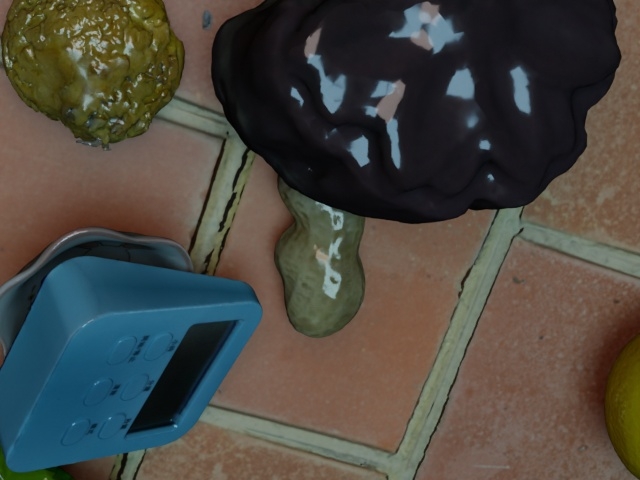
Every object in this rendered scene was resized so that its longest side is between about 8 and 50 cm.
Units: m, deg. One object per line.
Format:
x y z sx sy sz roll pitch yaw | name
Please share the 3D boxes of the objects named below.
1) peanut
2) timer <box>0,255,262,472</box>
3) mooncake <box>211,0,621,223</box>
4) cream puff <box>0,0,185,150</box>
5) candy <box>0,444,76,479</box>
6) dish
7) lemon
0.000 0.000 1.157 0.104 0.085 0.228 3 104 7 | peanut
-0.194 0.138 1.090 0.250 0.091 0.232 8 124 -39 | timer
0.111 -0.199 1.020 0.350 0.212 0.381 29 81 -22 | mooncake
-0.228 -0.184 1.039 0.189 0.129 0.189 -2 104 -8 | cream puff
-0.335 0.271 1.150 0.246 0.069 0.149 43 135 -15 | candy
-0.245 0.054 1.105 0.229 0.081 0.229 -16 136 -16 | dish
0.433 0.205 1.246 0.187 0.187 0.244 -8 99 -9 | lemon
